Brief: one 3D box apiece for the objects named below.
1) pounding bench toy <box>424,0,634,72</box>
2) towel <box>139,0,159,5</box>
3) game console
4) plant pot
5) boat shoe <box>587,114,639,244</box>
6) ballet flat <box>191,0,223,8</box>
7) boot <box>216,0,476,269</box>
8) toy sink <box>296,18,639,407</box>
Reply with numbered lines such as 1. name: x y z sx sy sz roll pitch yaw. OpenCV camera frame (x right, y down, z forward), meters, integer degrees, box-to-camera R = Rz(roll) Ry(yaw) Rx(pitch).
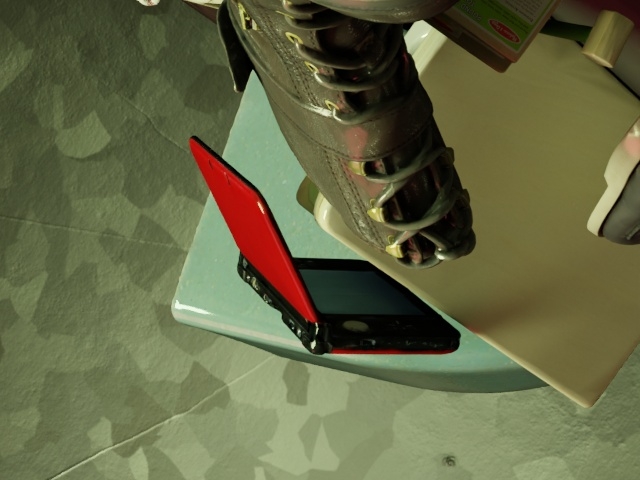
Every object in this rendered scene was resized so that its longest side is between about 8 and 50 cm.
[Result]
1. pounding bench toy: 0.081 -0.095 0.593 0.083 0.052 0.065 35 -178 1
2. towel: -0.155 -0.237 0.856 0.197 0.029 0.144 31 -133 -41
3. game console: 0.000 0.000 0.800 0.124 0.085 0.144 2 -164 -20
4. plant pot: 0.082 -0.006 1.088 0.252 0.247 0.248 18 175 21
5. boat shoe: 0.172 -0.022 0.695 0.065 0.075 0.206 39 178 13
6. ballet flat: -0.067 -0.194 1.032 0.086 0.086 0.248 36 -166 22
7. boot: 0.014 -0.075 0.526 0.263 0.091 0.229 53 171 50
8. toy sink: 0.089 -0.038 0.826 0.234 0.153 0.131 33 -177 -35
